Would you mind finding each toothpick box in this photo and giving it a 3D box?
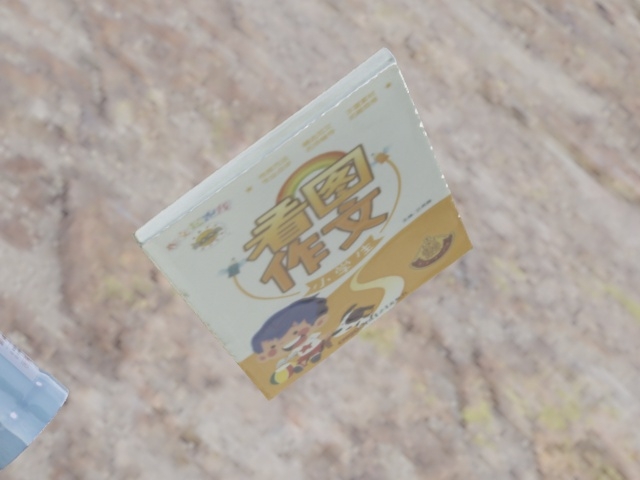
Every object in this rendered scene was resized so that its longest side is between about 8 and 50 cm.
[{"bbox_3d":[-0.306,0.114,1.391,0.153,0.101,0.101,45,21,-13],"label":"toothpick box"}]

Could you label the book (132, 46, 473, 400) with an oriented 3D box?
[{"bbox_3d":[0.000,0.000,1.172,0.020,0.208,0.295,52,-3,29],"label":"book"}]
